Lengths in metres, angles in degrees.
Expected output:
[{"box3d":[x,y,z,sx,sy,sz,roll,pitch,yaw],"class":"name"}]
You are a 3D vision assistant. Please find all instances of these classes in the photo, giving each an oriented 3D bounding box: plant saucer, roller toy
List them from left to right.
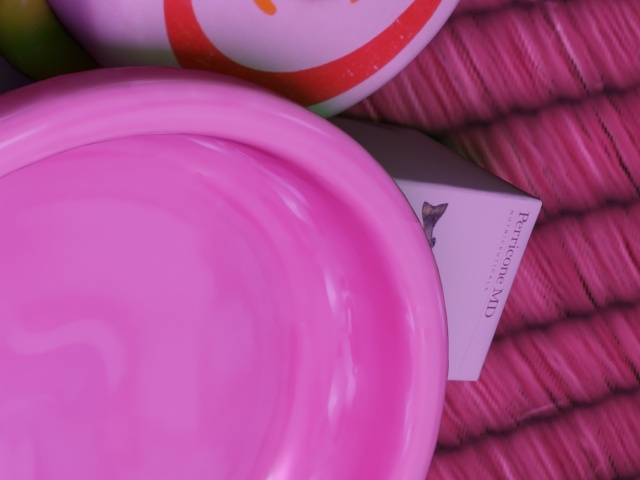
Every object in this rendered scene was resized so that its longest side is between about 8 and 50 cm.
[{"box3d":[-0.101,0.083,0.727,0.332,0.084,0.332,-17,122,-30],"class":"plant saucer"},{"box3d":[-0.030,-0.147,0.752,0.191,0.146,0.209,-12,132,-32],"class":"roller toy"}]

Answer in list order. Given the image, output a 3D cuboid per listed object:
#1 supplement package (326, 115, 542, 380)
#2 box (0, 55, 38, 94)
[{"box3d":[0.000,0.000,0.894,0.179,0.105,0.105,5,109,-42],"class":"supplement package"},{"box3d":[-0.100,-0.115,0.864,0.114,0.036,0.207,40,86,-32],"class":"box"}]
